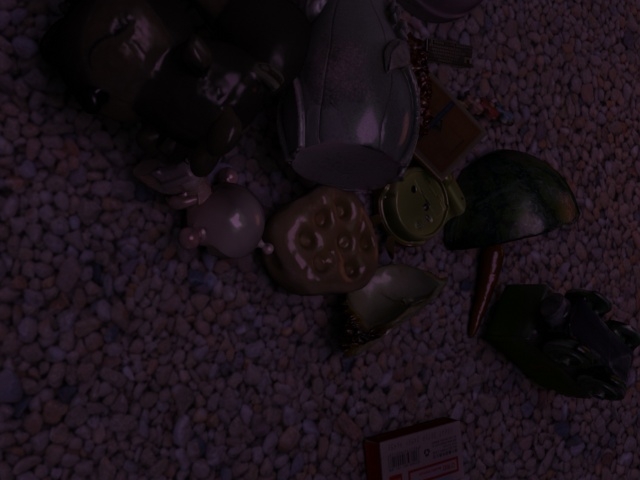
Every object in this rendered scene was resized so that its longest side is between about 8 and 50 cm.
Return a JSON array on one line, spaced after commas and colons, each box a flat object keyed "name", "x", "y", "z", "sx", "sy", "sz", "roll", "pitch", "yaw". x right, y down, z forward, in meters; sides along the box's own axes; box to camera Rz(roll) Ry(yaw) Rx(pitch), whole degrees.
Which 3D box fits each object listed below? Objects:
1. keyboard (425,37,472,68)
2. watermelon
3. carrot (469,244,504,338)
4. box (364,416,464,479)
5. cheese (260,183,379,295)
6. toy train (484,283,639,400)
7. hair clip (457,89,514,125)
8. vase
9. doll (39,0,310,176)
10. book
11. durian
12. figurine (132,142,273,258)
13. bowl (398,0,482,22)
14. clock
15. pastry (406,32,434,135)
[{"name": "keyboard", "x": 0.270, "y": -0.391, "z": 1.973, "sx": 0.129, "sy": 0.015, "sz": 0.049, "roll": 2, "pitch": 87, "yaw": -35}, {"name": "watermelon", "x": 0.397, "y": -0.071, "z": 1.984, "sx": 0.305, "sy": 0.180, "sz": 0.224, "roll": -19, "pitch": 55, "yaw": -31}, {"name": "carrot", "x": 0.346, "y": 0.105, "z": 1.995, "sx": 0.048, "sy": 0.048, "sz": 0.216, "roll": 19, "pitch": 83, "yaw": -33}, {"name": "box", "x": 0.192, "y": 0.430, "z": 1.865, "sx": 0.229, "sy": 0.050, "sz": 0.123, "roll": -7, "pitch": 94, "yaw": -36}, {"name": "cheese", "x": 0.000, "y": 0.000, "z": 1.705, "sx": 0.235, "sy": 0.117, "sz": 0.218, "roll": 28, "pitch": 69, "yaw": -35}, {"name": "toy train", "x": 0.518, "y": 0.218, "z": 1.982, "sx": 0.307, "sy": 0.249, "sz": 0.173, "roll": 40, "pitch": 64, "yaw": -28}, {"name": "hair clip", "x": 0.345, "y": -0.280, "z": 2.000, "sx": 0.214, "sy": 0.056, "sz": 0.062, "roll": 1, "pitch": 55, "yaw": -35}, {"name": "vase", "x": 0.051, "y": -0.322, "z": 1.655, "sx": 0.250, "sy": 0.250, "sz": 0.445, "roll": 18, "pitch": 64, "yaw": -33}, {"name": "doll", "x": -0.237, "y": -0.297, "z": 1.472, "sx": 0.382, "sy": 0.252, "sz": 0.378, "roll": 36, "pitch": 34, "yaw": 2}, {"name": "book", "x": 0.202, "y": -0.250, "z": 1.866, "sx": 0.241, "sy": 0.018, "sz": 0.170, "roll": 45, "pitch": 62, "yaw": -1}, {"name": "durian", "x": 0.120, "y": 0.124, "z": 1.774, "sx": 0.252, "sy": 0.139, "sz": 0.144, "roll": -23, "pitch": 97, "yaw": -33}, {"name": "figurine", "x": -0.177, "y": -0.069, "z": 1.580, "sx": 0.144, "sy": 0.182, "sz": 0.256, "roll": -33, "pitch": 121, "yaw": 13}, {"name": "bowl", "x": 0.267, "y": -0.596, "z": 1.903, "sx": 0.287, "sy": 0.144, "sz": 0.287, "roll": 2, "pitch": 86, "yaw": -35}, {"name": "clock", "x": 0.177, "y": -0.065, "z": 1.860, "sx": 0.232, "sy": 0.069, "sz": 0.170, "roll": -45, "pitch": 112, "yaw": -28}, {"name": "pastry", "x": 0.152, "y": -0.295, "z": 1.787, "sx": 0.097, "sy": 0.115, "sz": 0.208, "roll": 0, "pitch": 74, "yaw": -19}]
